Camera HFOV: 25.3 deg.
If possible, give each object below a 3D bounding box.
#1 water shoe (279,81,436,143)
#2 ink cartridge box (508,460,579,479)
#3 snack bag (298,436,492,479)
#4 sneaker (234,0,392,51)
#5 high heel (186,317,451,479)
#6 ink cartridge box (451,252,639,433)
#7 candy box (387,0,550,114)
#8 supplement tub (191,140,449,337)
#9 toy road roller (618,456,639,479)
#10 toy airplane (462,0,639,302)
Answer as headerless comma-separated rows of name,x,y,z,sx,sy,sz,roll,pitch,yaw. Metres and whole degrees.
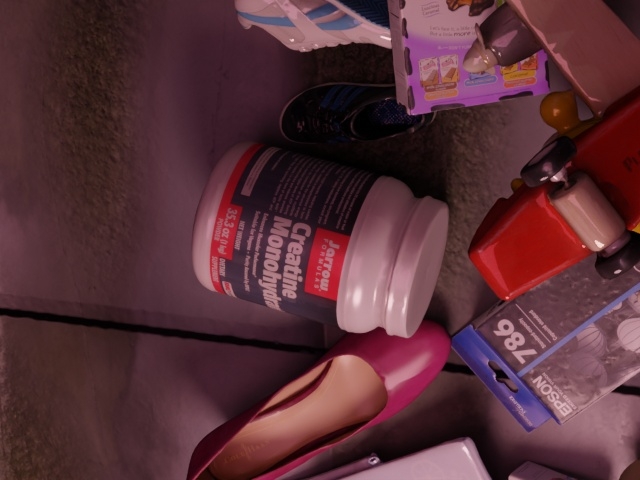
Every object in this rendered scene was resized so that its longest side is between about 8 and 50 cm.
water shoe,0.035,-0.151,1.705,0.203,0.080,0.073,-8,106,22
ink cartridge box,0.296,0.343,1.789,0.122,0.052,0.089,19,116,33
snack bag,0.138,0.419,1.877,0.342,0.037,0.323,-26,97,36
sneaker,0.009,-0.268,1.679,0.228,0.087,0.092,19,135,11
high heel,-0.003,0.224,1.799,0.377,0.181,0.127,-36,94,27
ink cartridge box,0.313,0.101,1.707,0.165,0.065,0.332,47,118,-2
candy box,0.162,-0.252,1.591,0.164,0.070,0.196,-9,108,-8
supplement tub,0.000,0.000,1.711,0.272,0.191,0.191,15,114,14
toy road roller,0.519,0.373,1.661,0.329,0.202,0.241,-9,117,22
toy airplane,0.328,-0.115,1.506,0.384,0.272,0.386,5,82,-17
